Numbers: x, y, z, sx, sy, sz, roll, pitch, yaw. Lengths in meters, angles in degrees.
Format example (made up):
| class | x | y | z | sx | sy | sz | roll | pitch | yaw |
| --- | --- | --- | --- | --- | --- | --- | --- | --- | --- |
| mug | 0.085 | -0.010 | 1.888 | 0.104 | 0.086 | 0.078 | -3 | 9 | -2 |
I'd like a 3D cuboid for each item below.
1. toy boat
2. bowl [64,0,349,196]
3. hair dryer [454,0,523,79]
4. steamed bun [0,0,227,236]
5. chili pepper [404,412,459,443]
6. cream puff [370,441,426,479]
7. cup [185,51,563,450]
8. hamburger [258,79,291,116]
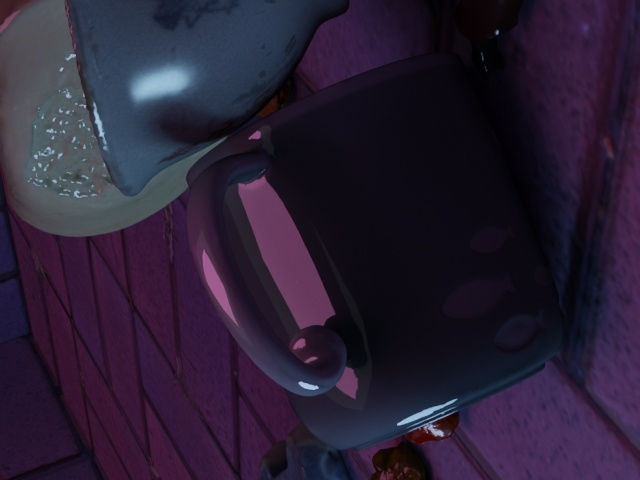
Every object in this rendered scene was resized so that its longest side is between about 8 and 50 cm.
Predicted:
| class | x | y | z | sx | sy | sz | roll | pitch | yaw |
| --- | --- | --- | --- | --- | --- | --- | --- | --- | --- |
| toy boat | 0.017 | 0.412 | 1.870 | 0.215 | 0.123 | 0.330 | 130 | 130 | -57 |
| bowl | -0.082 | -0.261 | 1.087 | 0.435 | 0.196 | 0.435 | -6 | -90 | -90 |
| hair dryer | 0.159 | -0.202 | 0.985 | 0.312 | 0.123 | 0.340 | 46 | 161 | 28 |
| steamed bun | -0.257 | -0.260 | 1.662 | 0.456 | 0.289 | 0.371 | 98 | 162 | -54 |
| chili pepper | 0.108 | 0.153 | 1.430 | 0.073 | 0.070 | 0.123 | 20 | 126 | 43 |
| cream puff | 0.093 | 0.277 | 1.601 | 0.083 | 0.083 | 0.058 | 61 | -155 | -5 |
| cup | 0.030 | 0.026 | 1.135 | 0.259 | 0.356 | 0.275 | -28 | 84 | 33 |
| hamburger | -0.063 | -0.181 | 1.597 | 0.076 | 0.044 | 0.083 | 67 | 157 | 10 |
